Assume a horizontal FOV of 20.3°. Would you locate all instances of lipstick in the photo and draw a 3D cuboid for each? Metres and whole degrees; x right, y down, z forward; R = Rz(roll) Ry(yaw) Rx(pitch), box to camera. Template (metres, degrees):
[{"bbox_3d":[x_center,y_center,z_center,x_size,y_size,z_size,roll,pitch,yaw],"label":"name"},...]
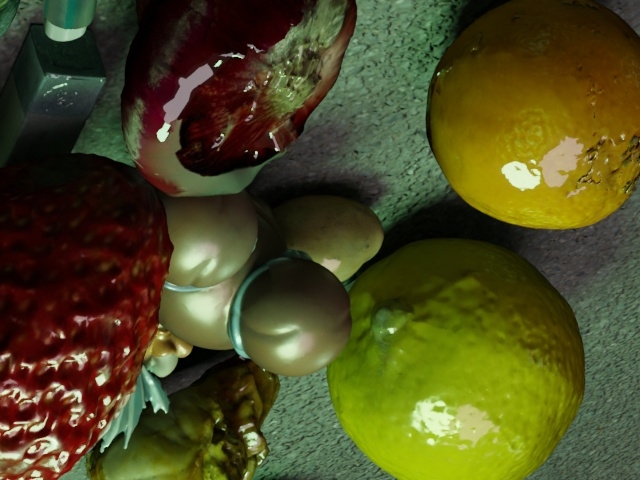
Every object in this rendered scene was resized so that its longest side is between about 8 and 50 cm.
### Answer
[{"bbox_3d":[-0.300,-0.079,1.777,0.066,0.068,0.317,1,141,-31],"label":"lipstick"}]

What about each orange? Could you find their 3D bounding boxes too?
[{"bbox_3d":[0.230,-0.134,1.839,0.246,0.246,0.246,-14,147,-10],"label":"orange"}]

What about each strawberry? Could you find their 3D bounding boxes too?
[{"bbox_3d":[-0.300,0.077,1.691,0.291,0.292,0.310,3,141,-32],"label":"strawberry"}]

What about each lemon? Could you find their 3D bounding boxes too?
[{"bbox_3d":[0.164,0.154,2.152,0.336,0.336,0.336,-14,147,-10],"label":"lemon"}]

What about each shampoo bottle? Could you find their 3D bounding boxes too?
[{"bbox_3d":[-0.215,-0.248,1.571,0.074,0.074,0.192,-7,145,-20],"label":"shampoo bottle"}]

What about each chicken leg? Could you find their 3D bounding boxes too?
[{"bbox_3d":[-0.175,0.256,2.203,0.295,0.182,0.409,-46,-171,-25],"label":"chicken leg"}]

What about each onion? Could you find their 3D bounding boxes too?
[{"bbox_3d":[-0.095,-0.178,1.659,0.272,0.195,0.272,-41,161,-18],"label":"onion"}]

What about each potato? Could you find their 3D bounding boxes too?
[{"bbox_3d":[0.002,-0.001,2.026,0.147,0.112,0.112,-11,147,-27],"label":"potato"}]

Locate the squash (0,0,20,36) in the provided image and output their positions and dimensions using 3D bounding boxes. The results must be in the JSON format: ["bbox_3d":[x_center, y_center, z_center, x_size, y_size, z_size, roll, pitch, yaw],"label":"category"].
[{"bbox_3d":[-0.360,-0.228,1.440,0.252,0.165,0.252,-12,149,-7],"label":"squash"}]

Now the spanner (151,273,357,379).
[{"bbox_3d":[-0.108,0.099,2.170,0.325,0.040,0.095,-23,148,7],"label":"spanner"}]

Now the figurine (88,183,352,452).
[{"bbox_3d":[-0.182,0.073,1.928,0.388,0.248,0.276,-36,120,18],"label":"figurine"}]
